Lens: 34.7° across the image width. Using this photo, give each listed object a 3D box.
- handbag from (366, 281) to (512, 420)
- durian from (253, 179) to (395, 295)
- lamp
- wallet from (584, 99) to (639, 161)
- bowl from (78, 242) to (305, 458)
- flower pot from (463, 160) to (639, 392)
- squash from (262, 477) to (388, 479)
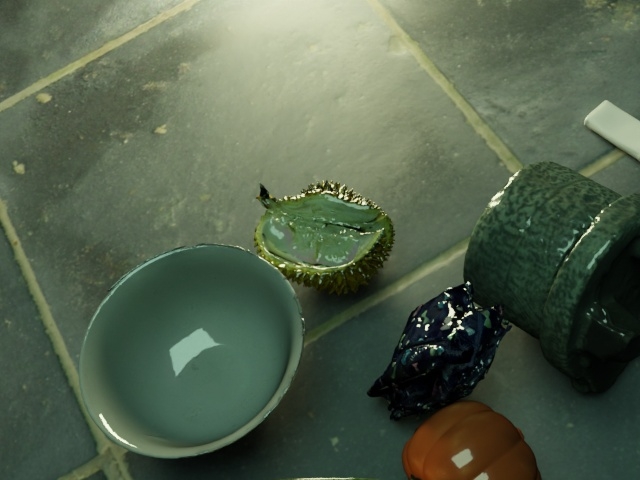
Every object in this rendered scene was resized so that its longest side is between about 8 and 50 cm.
[{"bbox_3d":[0.161,0.164,1.438,0.113,0.260,0.162,38,61,-5],"label":"handbag"},{"bbox_3d":[0.000,0.000,1.627,0.237,0.138,0.193,35,76,26],"label":"durian"},{"bbox_3d":[0.207,0.303,1.363,0.164,0.188,0.187,-34,57,-19],"label":"lamp"},{"bbox_3d":[0.497,-0.180,1.678,0.061,0.025,0.122,-43,59,-11],"label":"wallet"},{"bbox_3d":[-0.175,0.189,1.544,0.345,0.157,0.345,-6,57,10],"label":"bowl"},{"bbox_3d":[0.379,0.063,1.429,0.283,0.299,0.299,30,70,38],"label":"flower pot"},{"bbox_3d":[0.016,0.488,1.222,0.263,0.263,0.384,-2,72,13],"label":"squash"}]
